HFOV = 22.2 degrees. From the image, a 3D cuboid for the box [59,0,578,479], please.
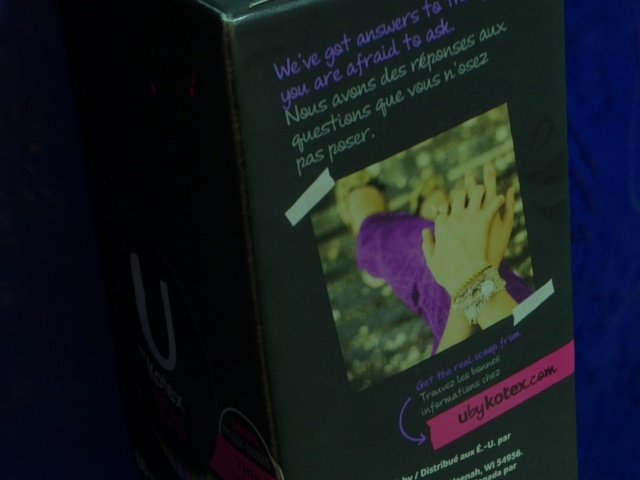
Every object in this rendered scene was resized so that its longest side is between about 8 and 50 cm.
[{"bbox_3d":[0.000,0.000,0.667,0.143,0.165,0.270,-18,118,-24],"label":"box"}]
